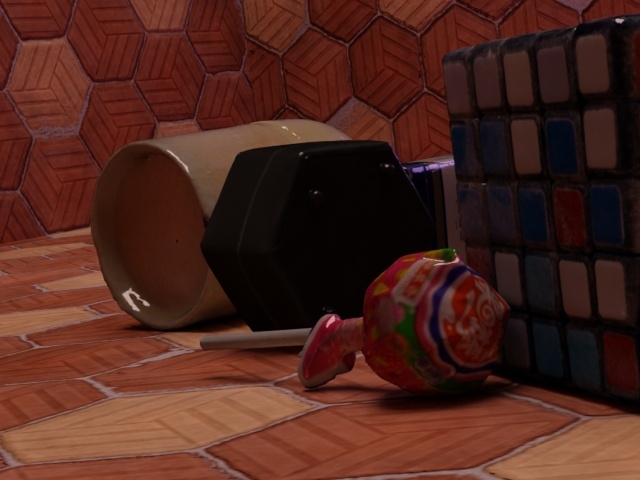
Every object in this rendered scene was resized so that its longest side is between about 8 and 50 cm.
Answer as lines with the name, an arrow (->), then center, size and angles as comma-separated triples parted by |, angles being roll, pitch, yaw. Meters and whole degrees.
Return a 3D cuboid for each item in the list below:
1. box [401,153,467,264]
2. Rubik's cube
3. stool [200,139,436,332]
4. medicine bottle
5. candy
box -> 0.150, -0.021, 1.932 | 0.071, 0.168, 0.259 | -1, 6, 33
Rubik's cube -> 0.297, -0.041, 1.252 | 0.292, 0.293, 0.287 | -7, 5, -21
stool -> 0.000, 0.000, 1.639 | 0.232, 0.232, 0.141 | -10, 7, -35
medicine bottle -> -0.064, -0.036, 1.973 | 0.406, 0.235, 0.236 | -12, 7, -43
candy -> 0.010, 0.080, 1.345 | 0.124, 0.124, 0.365 | -11, 3, -43
